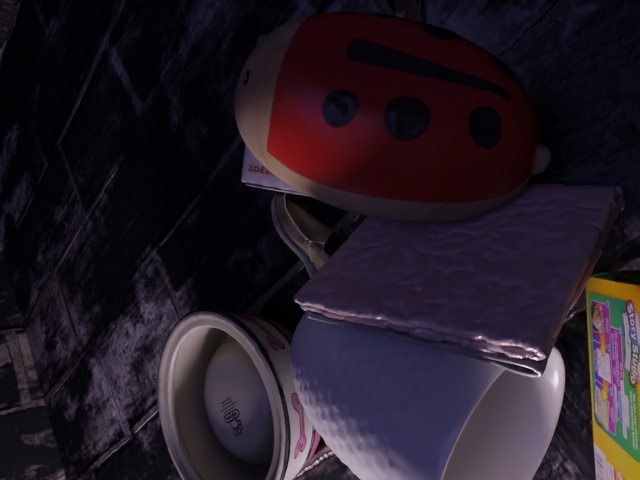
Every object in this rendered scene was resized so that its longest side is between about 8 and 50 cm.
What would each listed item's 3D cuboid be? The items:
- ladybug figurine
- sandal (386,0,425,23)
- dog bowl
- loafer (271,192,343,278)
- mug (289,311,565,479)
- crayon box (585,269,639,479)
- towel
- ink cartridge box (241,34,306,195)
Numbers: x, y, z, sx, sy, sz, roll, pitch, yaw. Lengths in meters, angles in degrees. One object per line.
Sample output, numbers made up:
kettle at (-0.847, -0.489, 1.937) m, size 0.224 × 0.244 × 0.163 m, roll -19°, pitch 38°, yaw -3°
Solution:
ladybug figurine at (0.091, -0.186, 0.703) m, size 0.450 × 0.161 × 0.304 m, roll 16°, pitch 63°, yaw 9°
sandal at (0.131, -0.407, 0.850) m, size 0.072 × 0.049 × 0.180 m, roll -10°, pitch 85°, yaw 41°
dog bowl at (-0.165, 0.335, 1.070) m, size 0.408 × 0.150 × 0.407 m, roll 1°, pitch 92°, yaw 40°
loafer at (0.000, 0.000, 0.961) m, size 0.087 × 0.094 × 0.251 m, roll -42°, pitch 73°, yaw 27°
mug at (0.145, 0.164, 0.742) m, size 0.328 × 0.276 × 0.374 m, roll 24°, pitch 77°, yaw 46°
crayon box at (0.369, 0.176, 0.573) m, size 0.081 × 0.165 × 0.278 m, roll -3°, pitch 89°, yaw 9°
towel at (0.178, 0.018, 0.678) m, size 0.332 × 0.317 × 0.053 m, roll 7°, pitch 130°, yaw 40°
ink cartridge box at (-0.026, -0.226, 0.949) m, size 0.202 × 0.117 × 0.277 m, roll 14°, pitch 100°, yaw 40°
